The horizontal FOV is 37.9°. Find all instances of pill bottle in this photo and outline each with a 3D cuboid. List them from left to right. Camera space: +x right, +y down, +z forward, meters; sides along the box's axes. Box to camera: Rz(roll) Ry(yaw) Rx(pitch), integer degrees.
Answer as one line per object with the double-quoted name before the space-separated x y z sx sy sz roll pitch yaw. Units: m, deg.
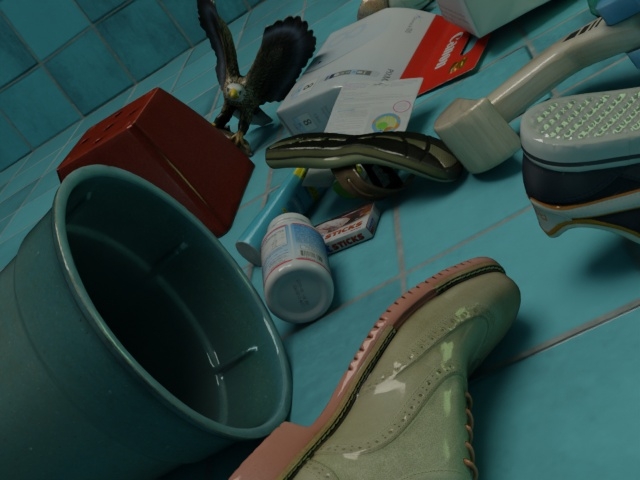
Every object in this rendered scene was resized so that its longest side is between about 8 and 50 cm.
"pill bottle" -0.033 0.029 1.186 0.087 0.087 0.160 -31 27 11

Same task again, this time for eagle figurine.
"eagle figurine" -0.153 -0.326 1.826 0.225 0.226 0.298 37 116 53

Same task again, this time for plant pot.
"plant pot" -0.266 0.153 1.020 0.334 0.341 0.341 -38 21 17
"plant pot" -0.313 -0.114 1.684 0.267 0.235 0.267 -27 24 22

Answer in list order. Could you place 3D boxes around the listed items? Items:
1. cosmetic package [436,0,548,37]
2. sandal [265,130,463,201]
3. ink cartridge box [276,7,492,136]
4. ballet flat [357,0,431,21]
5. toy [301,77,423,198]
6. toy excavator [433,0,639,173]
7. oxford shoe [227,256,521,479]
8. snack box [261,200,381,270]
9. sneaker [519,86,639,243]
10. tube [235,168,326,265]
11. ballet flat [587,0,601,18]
"cosmetic package" 0.371 -0.504 1.544 0.385 0.156 0.217 -29 23 5
"sandal" 0.062 -0.101 1.300 0.303 0.086 0.120 5 19 34
"ink cartridge box" 0.133 -0.344 1.696 0.385 0.091 0.308 -19 28 37
"ballet flat" 0.214 -0.545 1.961 0.316 0.107 0.106 -41 30 -9
"toy" 0.072 -0.154 1.436 0.137 0.056 0.237 2 47 24
"toy excavator" 0.383 -0.268 1.101 0.433 0.222 0.445 -46 11 -23
"oxford shoe" 0.078 0.165 0.777 0.147 0.140 0.397 25 53 30
"snack box" 0.000 0.000 1.294 0.178 0.022 0.064 -22 28 29
"sneaker" 0.345 -0.075 0.848 0.321 0.127 0.126 -5 35 8
"tube" -0.050 -0.053 1.411 0.052 0.080 0.207 16 56 34
"ballet flat" 0.456 -0.360 1.271 0.083 0.087 0.247 -45 24 -21
